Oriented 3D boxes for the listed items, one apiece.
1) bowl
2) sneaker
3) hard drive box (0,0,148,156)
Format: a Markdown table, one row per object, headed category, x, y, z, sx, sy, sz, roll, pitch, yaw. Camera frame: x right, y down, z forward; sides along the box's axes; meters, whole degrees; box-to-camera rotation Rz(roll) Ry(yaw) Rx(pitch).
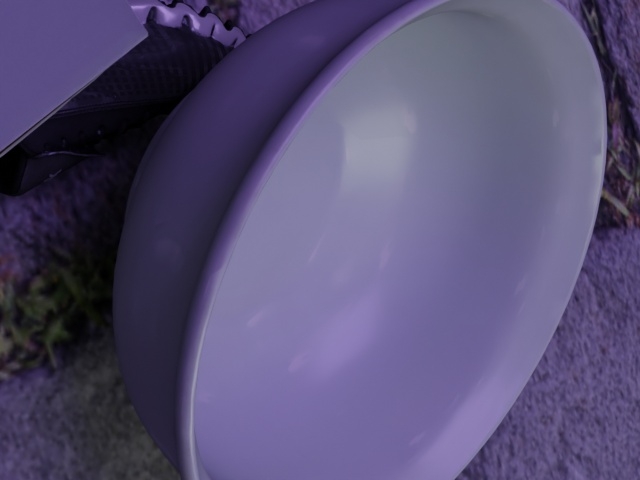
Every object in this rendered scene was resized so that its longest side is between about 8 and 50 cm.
| category | x | y | z | sx | sy | sz | roll | pitch | yaw |
| --- | --- | --- | --- | --- | --- | --- | --- | --- | --- |
| bowl | 0.000 | 0.000 | 0.726 | 0.298 | 0.134 | 0.298 | -31 | 135 | -37 |
| sneaker | -0.123 | -0.069 | 0.713 | 0.234 | 0.078 | 0.106 | 9 | 79 | -39 |
| hard drive box | -0.202 | -0.093 | 0.536 | 0.089 | 0.232 | 0.181 | -46 | 111 | -39 |
